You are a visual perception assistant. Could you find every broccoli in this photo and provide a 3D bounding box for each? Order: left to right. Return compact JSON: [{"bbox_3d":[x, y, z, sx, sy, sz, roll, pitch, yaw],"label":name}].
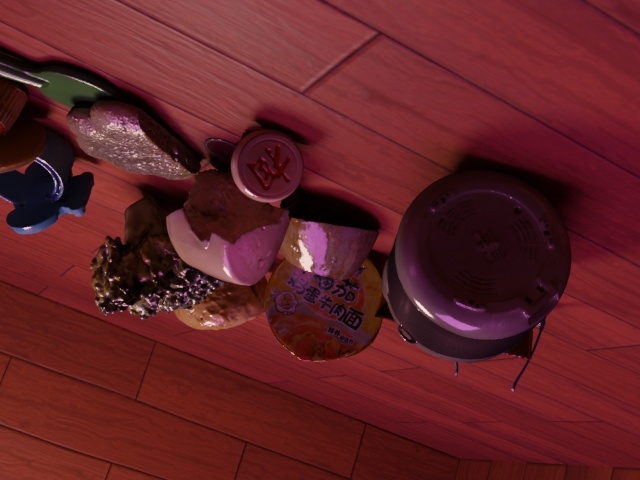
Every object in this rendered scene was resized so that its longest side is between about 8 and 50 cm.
[{"bbox_3d":[-0.341,0.060,2.089,0.272,0.324,0.334,35,-170,7],"label":"broccoli"}]

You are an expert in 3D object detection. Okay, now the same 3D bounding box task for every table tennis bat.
[{"bbox_3d":[-0.665,-0.214,1.830,0.321,0.198,0.050,29,135,28],"label":"table tennis bat"},{"bbox_3d":[-0.457,-0.270,1.645,0.257,0.039,0.160,18,163,-18],"label":"table tennis bat"}]

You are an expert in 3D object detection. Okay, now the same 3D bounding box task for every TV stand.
[{"bbox_3d":[-0.085,-0.114,1.725,0.040,0.049,0.256,12,162,23],"label":"TV stand"}]

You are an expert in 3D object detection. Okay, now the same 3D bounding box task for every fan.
[{"bbox_3d":[-0.179,-0.157,1.755,0.085,0.005,0.133,21,160,-11],"label":"fan"}]

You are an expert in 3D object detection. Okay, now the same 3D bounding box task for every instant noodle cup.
[{"bbox_3d":[0.025,0.144,2.089,0.264,0.264,0.200,13,171,14],"label":"instant noodle cup"}]

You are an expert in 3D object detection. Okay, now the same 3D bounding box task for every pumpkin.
[{"bbox_3d":[0.003,0.017,1.873,0.217,0.110,0.217,5,-178,0],"label":"pumpkin"}]

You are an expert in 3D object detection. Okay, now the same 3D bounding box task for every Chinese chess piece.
[{"bbox_3d":[-0.088,-0.124,1.582,0.122,0.122,0.051,23,179,-16],"label":"Chinese chess piece"}]

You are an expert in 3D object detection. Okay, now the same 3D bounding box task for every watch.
[{"bbox_3d":[-0.581,-0.142,1.947,0.211,0.211,0.193,10,142,23],"label":"watch"}]

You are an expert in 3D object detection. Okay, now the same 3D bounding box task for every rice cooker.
[{"bbox_3d":[0.247,0.046,1.531,0.288,0.288,0.277,16,163,5],"label":"rice cooker"}]

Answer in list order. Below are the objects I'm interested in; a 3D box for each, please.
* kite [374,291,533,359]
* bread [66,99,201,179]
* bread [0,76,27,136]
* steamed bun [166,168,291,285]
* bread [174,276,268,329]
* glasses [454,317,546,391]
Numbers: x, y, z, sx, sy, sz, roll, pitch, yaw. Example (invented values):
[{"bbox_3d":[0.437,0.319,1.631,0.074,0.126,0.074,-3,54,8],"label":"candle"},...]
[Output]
[{"bbox_3d":[0.238,0.100,1.716,0.327,0.377,0.013,-10,130,-25],"label":"kite"},{"bbox_3d":[-0.355,-0.177,1.750,0.207,0.056,0.286,3,160,27],"label":"bread"},{"bbox_3d":[-0.644,-0.260,1.734,0.190,0.114,0.132,28,162,-13],"label":"bread"},{"bbox_3d":[-0.173,-0.030,1.747,0.170,0.200,0.225,20,178,-43],"label":"steamed bun"},{"bbox_3d":[-0.242,0.116,2.312,0.244,0.244,0.134,6,121,32],"label":"bread"},{"bbox_3d":[0.354,0.205,1.963,0.189,0.220,0.088,14,153,13],"label":"glasses"}]
